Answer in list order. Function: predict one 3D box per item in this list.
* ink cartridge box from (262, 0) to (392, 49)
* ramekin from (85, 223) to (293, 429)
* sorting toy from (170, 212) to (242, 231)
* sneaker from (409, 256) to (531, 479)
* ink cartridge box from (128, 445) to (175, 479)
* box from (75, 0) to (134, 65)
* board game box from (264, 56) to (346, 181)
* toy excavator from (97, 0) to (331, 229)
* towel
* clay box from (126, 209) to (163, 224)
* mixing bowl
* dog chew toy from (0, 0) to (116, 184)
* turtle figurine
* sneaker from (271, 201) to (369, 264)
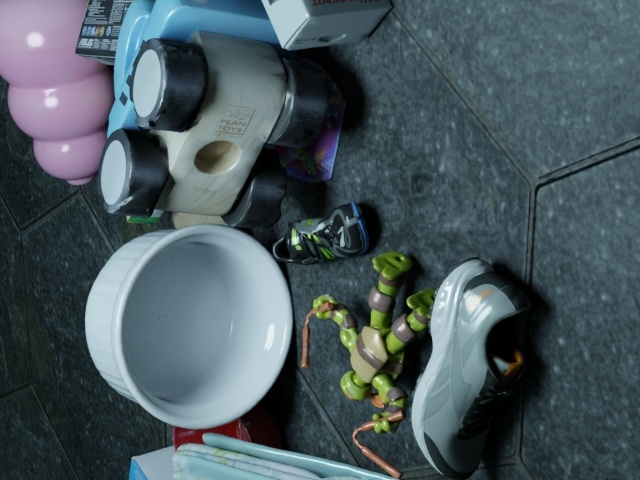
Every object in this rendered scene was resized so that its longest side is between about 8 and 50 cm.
[{"bbox_3d":[-0.010,-0.322,1.682,0.072,0.127,0.175,-43,66,51],"label":"ink cartridge box"},{"bbox_3d":[-0.187,0.112,1.963,0.135,0.277,0.277,6,106,54],"label":"ramekin"},{"bbox_3d":[-0.172,-0.047,2.121,0.208,0.038,0.193,-35,71,60],"label":"sorting toy"},{"bbox_3d":[0.173,0.159,1.600,0.108,0.100,0.271,32,126,42],"label":"sneaker"},{"bbox_3d":[-0.195,0.451,2.202,0.171,0.168,0.233,47,137,39],"label":"ink cartridge box"},{"bbox_3d":[-0.243,-0.353,2.018,0.270,0.060,0.216,13,89,56],"label":"box"},{"bbox_3d":[-0.036,-0.152,1.838,0.133,0.033,0.169,32,128,28],"label":"board game box"},{"bbox_3d":[-0.154,-0.297,1.803,0.433,0.222,0.445,-61,37,37],"label":"toy excavator"},{"bbox_3d":[-0.033,0.443,1.940,0.374,0.090,0.320,9,114,33],"label":"towel"},{"bbox_3d":[-0.261,-0.151,2.164,0.127,0.053,0.222,132,137,-52],"label":"clay box"},{"bbox_3d":[-0.122,0.297,2.087,0.181,0.098,0.181,13,109,43],"label":"mixing bowl"},{"bbox_3d":[-0.413,-0.248,2.278,0.206,0.206,0.332,23,127,52],"label":"dog chew toy"},{"bbox_3d":[0.079,0.137,1.745,0.269,0.087,0.217,61,138,38],"label":"turtle figurine"},{"bbox_3d":[0.000,0.000,1.826,0.188,0.078,0.067,-23,82,57],"label":"sneaker"}]
